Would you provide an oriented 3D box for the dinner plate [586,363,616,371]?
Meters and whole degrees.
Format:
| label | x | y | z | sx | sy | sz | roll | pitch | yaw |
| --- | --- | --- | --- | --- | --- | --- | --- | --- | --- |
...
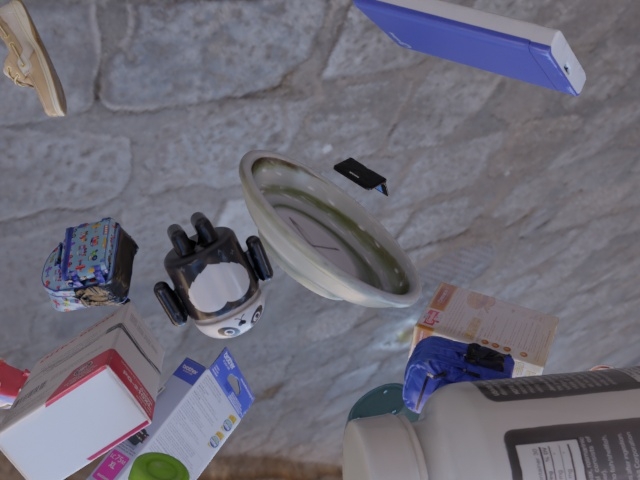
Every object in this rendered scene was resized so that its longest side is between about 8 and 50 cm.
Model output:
| label | x | y | z | sx | sy | sz | roll | pitch | yaw |
| --- | --- | --- | --- | --- | --- | --- | --- | --- | --- |
| dinner plate | 0.479 | 0.276 | 1.413 | 0.017 | 0.141 | 0.141 | 2 | 146 | -26 |

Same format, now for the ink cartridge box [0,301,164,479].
| label | x | y | z | sx | sy | sz | roll | pitch | yaw |
| --- | --- | --- | --- | --- | --- | --- | --- | --- | --- |
| ink cartridge box | -0.309 | 0.199 | 1.136 | 0.172 | 0.100 | 0.237 | -33 | -165 | 3 |

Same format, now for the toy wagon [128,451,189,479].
| label | x | y | z | sx | sy | sz | roll | pitch | yaw |
| --- | --- | --- | --- | --- | --- | --- | --- | --- | --- |
| toy wagon | -0.183 | 0.367 | 0.748 | 0.068 | 0.344 | 0.267 | 18 | 109 | -10 |

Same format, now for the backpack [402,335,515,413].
| label | x | y | z | sx | sy | sz | roll | pitch | yaw |
| --- | --- | --- | --- | --- | --- | --- | --- | --- | --- |
| backpack | 0.157 | 0.171 | 1.007 | 0.101 | 0.120 | 0.098 | -52 | 160 | -61 |

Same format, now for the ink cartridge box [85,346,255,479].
| label | x | y | z | sx | sy | sz | roll | pitch | yaw |
| --- | --- | --- | --- | --- | --- | --- | --- | --- | --- |
| ink cartridge box | -0.246 | 0.338 | 1.468 | 0.311 | 0.065 | 0.186 | -50 | 143 | -24 |

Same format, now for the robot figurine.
| label | x | y | z | sx | sy | sz | roll | pitch | yaw |
| --- | --- | --- | --- | --- | --- | --- | --- | --- | --- |
| robot figurine | -0.232 | 0.080 | 1.854 | 0.209 | 0.278 | 0.173 | -14 | -159 | 27 |

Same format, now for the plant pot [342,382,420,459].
| label | x | y | z | sx | sy | sz | roll | pitch | yaw |
| --- | --- | --- | --- | --- | --- | --- | --- | --- | --- |
| plant pot | 0.158 | 0.396 | 1.673 | 0.290 | 0.195 | 0.290 | -26 | -160 | 10 |

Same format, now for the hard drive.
| label | x | y | z | sx | sy | sz | roll | pitch | yaw |
| --- | --- | --- | --- | --- | --- | --- | --- | --- | --- |
| hard drive | 0.228 | -0.306 | 1.297 | 0.210 | 0.318 | 0.040 | 17 | 96 | -61 |

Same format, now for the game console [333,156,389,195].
| label | x | y | z | sx | sy | sz | roll | pitch | yaw |
| --- | --- | --- | --- | --- | --- | --- | --- | --- | --- |
| game console | 0.102 | -0.148 | 2.134 | 0.107 | 0.122 | 0.071 | -30 | 143 | -42 |

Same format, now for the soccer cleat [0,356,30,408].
| label | x | y | z | sx | sy | sz | roll | pitch | yaw |
| --- | --- | --- | --- | --- | --- | --- | --- | --- | --- |
| soccer cleat | -0.545 | 0.222 | 1.276 | 0.247 | 0.083 | 0.095 | 15 | 110 | -19 |

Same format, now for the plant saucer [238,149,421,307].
| label | x | y | z | sx | sy | sz | roll | pitch | yaw |
| --- | --- | --- | --- | --- | --- | --- | --- | --- | --- |
| plant saucer | 0.000 | 0.000 | 1.530 | 0.100 | 0.400 | 0.400 | -50 | 152 | 19 |

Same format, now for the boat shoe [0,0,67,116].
| label | x | y | z | sx | sy | sz | roll | pitch | yaw |
| --- | --- | --- | --- | --- | --- | --- | --- | --- | --- |
| boat shoe | -0.374 | -0.224 | 1.084 | 0.059 | 0.170 | 0.063 | -24 | 166 | -8 |

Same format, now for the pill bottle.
| label | x | y | z | sx | sy | sz | roll | pitch | yaw |
| --- | --- | --- | --- | --- | --- | --- | --- | --- | --- |
| pill bottle | 0.187 | 0.207 | 0.746 | 0.318 | 0.176 | 0.176 | -3 | 153 | -10 |

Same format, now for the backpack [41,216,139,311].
| label | x | y | z | sx | sy | sz | roll | pitch | yaw |
| --- | --- | --- | --- | --- | --- | --- | --- | --- | --- |
| backpack | -0.444 | 0.049 | 1.592 | 0.173 | 0.158 | 0.117 | -11 | 142 | 15 |

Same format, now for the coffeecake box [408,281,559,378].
| label | x | y | z | sx | sy | sz | roll | pitch | yaw |
| --- | --- | --- | --- | --- | --- | --- | --- | --- | --- |
| coffeecake box | 0.239 | 0.144 | 1.243 | 0.142 | 0.185 | 0.068 | -46 | 149 | -56 |
